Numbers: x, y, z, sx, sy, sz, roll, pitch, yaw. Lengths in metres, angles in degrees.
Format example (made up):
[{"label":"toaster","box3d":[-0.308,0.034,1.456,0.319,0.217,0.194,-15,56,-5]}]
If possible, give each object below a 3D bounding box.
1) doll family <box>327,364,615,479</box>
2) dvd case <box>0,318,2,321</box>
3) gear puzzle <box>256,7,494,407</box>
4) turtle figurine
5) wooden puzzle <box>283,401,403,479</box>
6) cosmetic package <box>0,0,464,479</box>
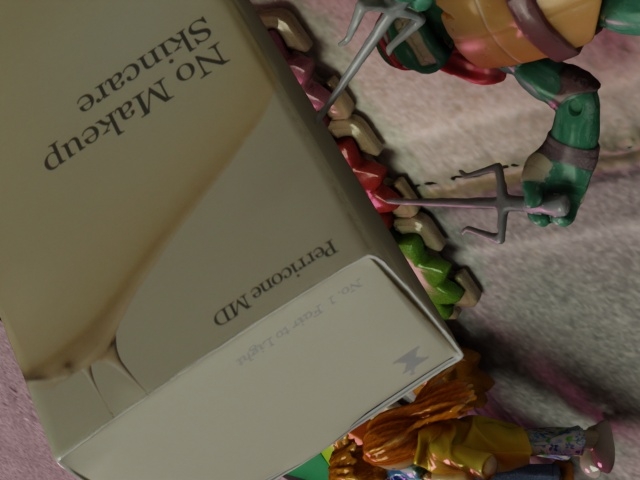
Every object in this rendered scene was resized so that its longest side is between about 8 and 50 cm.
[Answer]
[{"label":"doll family","box3d":[0.091,0.154,1.046,0.163,0.118,0.263,2,161,-7]},{"label":"dvd case","box3d":[-0.211,0.021,1.135,0.253,0.022,0.180,41,152,-12]},{"label":"gear puzzle","box3d":[0.000,0.000,1.007,0.175,0.044,0.339,2,137,47]},{"label":"turtle figurine","box3d":[0.091,-0.097,0.687,0.234,0.118,0.175,-18,140,37]},{"label":"wooden puzzle","box3d":[-0.033,0.134,1.248,0.239,0.044,0.221,37,152,-1]},{"label":"cosmetic package","box3d":[-0.081,-0.038,0.750,0.309,0.160,0.113,59,-174,37]}]
